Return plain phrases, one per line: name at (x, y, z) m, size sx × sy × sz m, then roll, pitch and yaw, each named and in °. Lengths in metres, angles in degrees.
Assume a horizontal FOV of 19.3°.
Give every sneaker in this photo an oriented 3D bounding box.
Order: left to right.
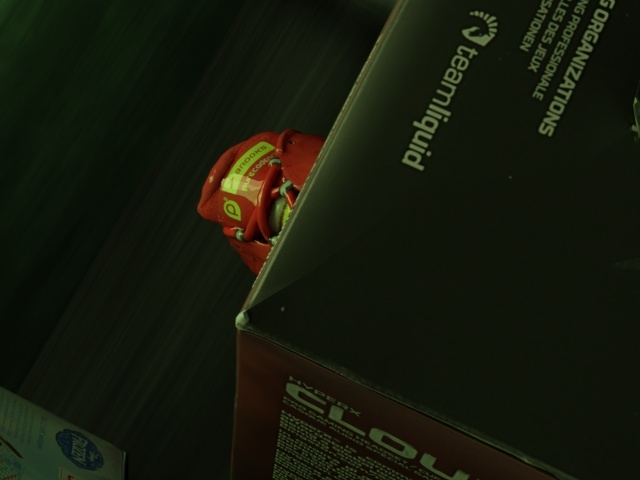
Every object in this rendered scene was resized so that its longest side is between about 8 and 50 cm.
sneaker at (0.000, 0.000, 0.881) m, size 0.107 × 0.118 × 0.279 m, roll -61°, pitch 11°, yaw -2°

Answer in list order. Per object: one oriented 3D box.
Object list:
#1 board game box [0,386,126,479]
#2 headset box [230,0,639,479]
board game box at (-0.283, 0.144, 1.269) m, size 0.066 × 0.318 × 0.318 m, roll -59°, pitch 10°, yaw 7°
headset box at (0.071, -0.023, 0.456) m, size 0.293 × 0.110 × 0.218 m, roll 100°, pitch -164°, yaw -74°
